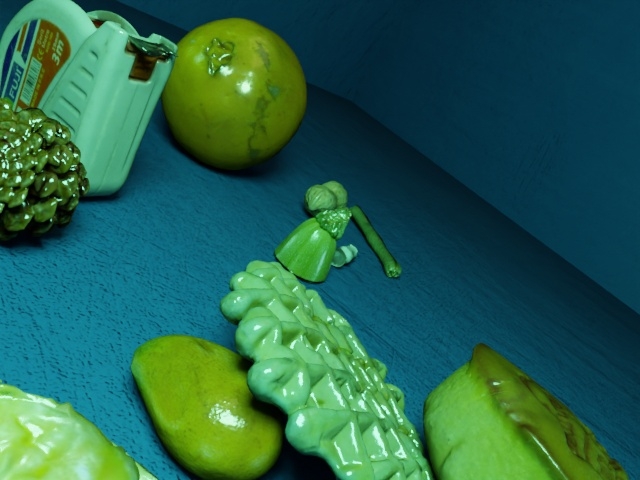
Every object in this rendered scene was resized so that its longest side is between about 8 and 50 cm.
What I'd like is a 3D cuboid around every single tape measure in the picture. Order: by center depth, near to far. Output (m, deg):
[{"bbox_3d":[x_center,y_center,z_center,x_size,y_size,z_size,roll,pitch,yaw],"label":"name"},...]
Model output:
[{"bbox_3d":[-0.342,-0.208,0.780,0.265,0.258,0.130,39,24,22],"label":"tape measure"}]

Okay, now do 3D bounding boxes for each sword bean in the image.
[{"bbox_3d":[0.121,0.000,1.230,0.043,0.038,0.269,25,22,-29],"label":"sword bean"}]

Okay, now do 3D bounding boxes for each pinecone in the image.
[{"bbox_3d":[-0.347,-0.074,0.630,0.174,0.173,0.173,26,21,-11],"label":"pinecone"}]

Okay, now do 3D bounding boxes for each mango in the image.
[{"bbox_3d":[-0.102,0.152,0.516,0.115,0.089,0.165,-6,36,-43],"label":"mango"}]

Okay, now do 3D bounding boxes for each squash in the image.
[{"bbox_3d":[-0.005,-0.007,0.942,0.105,0.132,0.105,28,20,-11],"label":"squash"}]

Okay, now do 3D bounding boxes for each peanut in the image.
[{"bbox_3d":[0.012,-0.092,1.233,0.082,0.082,0.187,35,20,13],"label":"peanut"}]

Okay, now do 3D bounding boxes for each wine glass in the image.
[{"bbox_3d":[0.043,0.028,1.066,0.083,0.042,0.039,-20,91,-68],"label":"wine glass"}]

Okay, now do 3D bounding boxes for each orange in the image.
[{"bbox_3d":[-0.180,-0.301,1.156,0.312,0.312,0.312,26,21,-11],"label":"orange"}]

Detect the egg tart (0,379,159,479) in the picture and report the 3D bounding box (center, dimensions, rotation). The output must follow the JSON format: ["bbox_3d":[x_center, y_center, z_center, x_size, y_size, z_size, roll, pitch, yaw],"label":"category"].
[{"bbox_3d":[-0.189,0.179,0.278,0.315,0.120,0.315,27,25,-14],"label":"egg tart"}]

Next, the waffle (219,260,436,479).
[{"bbox_3d":[0.017,0.149,0.579,0.309,0.056,0.292,49,8,-11],"label":"waffle"}]

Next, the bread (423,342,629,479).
[{"bbox_3d":[0.221,0.240,0.573,0.270,0.148,0.270,47,11,-12],"label":"bread"}]
